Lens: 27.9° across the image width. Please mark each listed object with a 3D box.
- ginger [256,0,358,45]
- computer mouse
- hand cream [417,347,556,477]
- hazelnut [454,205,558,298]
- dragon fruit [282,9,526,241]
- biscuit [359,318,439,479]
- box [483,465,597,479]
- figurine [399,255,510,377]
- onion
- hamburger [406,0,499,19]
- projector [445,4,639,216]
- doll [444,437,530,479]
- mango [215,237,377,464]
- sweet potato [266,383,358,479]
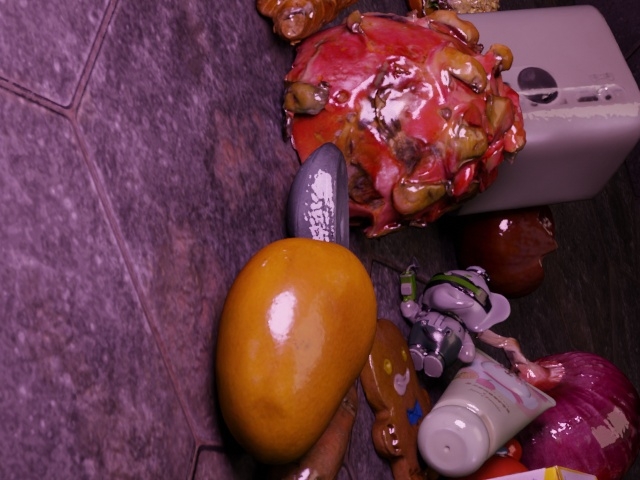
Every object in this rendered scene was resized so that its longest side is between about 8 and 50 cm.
[{"bbox_3d":[-0.024,-0.308,1.626,0.103,0.073,0.162,43,45,12],"label":"ginger"},{"bbox_3d":[-0.006,-0.002,1.516,0.113,0.068,0.229,30,60,-75],"label":"computer mouse"},{"bbox_3d":[0.219,0.228,1.732,0.147,0.093,0.306,33,23,14],"label":"hand cream"},{"bbox_3d":[0.294,-0.006,2.057,0.170,0.160,0.202,-128,-151,-77],"label":"hazelnut"},{"bbox_3d":[0.131,-0.177,1.671,0.296,0.263,0.314,64,27,-24],"label":"dragon fruit"},{"bbox_3d":[0.104,0.215,1.672,0.180,0.039,0.236,-32,104,-64],"label":"biscuit"},{"bbox_3d":[0.187,0.338,1.499,0.168,0.265,0.097,25,52,-58],"label":"box"},{"bbox_3d":[0.182,0.103,1.803,0.192,0.147,0.126,-53,146,-38],"label":"figurine"},{"bbox_3d":[0.387,0.295,2.018,0.272,0.230,0.256,58,29,-50],"label":"onion"},{"bbox_3d":[0.228,-0.435,2.188,0.243,0.138,0.262,-9,84,-67],"label":"hamburger"},{"bbox_3d":[0.294,-0.194,1.913,0.248,0.249,0.249,115,-37,-56],"label":"projector"},{"bbox_3d":[0.234,0.352,1.757,0.161,0.130,0.290,18,45,-45],"label":"doll"},{"bbox_3d":[-0.029,0.099,1.316,0.175,0.139,0.254,57,35,-23],"label":"mango"},{"bbox_3d":[0.001,0.209,1.405,0.075,0.075,0.273,67,23,-19],"label":"sweet potato"}]
